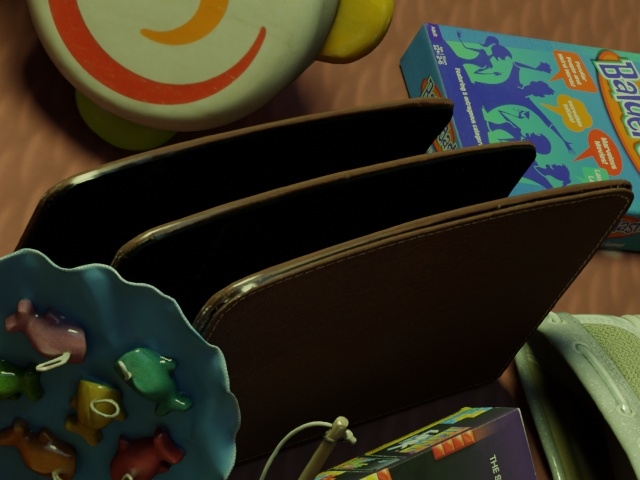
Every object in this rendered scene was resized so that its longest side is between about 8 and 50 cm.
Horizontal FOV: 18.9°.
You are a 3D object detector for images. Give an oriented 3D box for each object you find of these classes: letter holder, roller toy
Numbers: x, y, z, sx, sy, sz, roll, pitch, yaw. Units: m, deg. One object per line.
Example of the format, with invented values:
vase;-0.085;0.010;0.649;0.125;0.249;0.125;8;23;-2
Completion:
letter holder;0.000;0.000;1.107;0.302;0.214;0.152;-14;62;-36
roller toy;-0.076;-0.175;1.216;0.191;0.209;0.146;67;20;-11

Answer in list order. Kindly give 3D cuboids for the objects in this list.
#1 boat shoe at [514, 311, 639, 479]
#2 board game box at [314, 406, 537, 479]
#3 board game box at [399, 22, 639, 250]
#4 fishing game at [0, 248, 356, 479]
boat shoe;0.183;0.168;1.142;0.103;0.118;0.320;9;46;-14
board game box;0.066;0.191;1.041;0.141;0.048;0.170;-20;98;-38
board game box;0.174;-0.071;1.377;0.210;0.047;0.160;5;51;-26
fishing game;-0.131;0.089;0.982;0.264;0.189;0.041;31;38;-5
